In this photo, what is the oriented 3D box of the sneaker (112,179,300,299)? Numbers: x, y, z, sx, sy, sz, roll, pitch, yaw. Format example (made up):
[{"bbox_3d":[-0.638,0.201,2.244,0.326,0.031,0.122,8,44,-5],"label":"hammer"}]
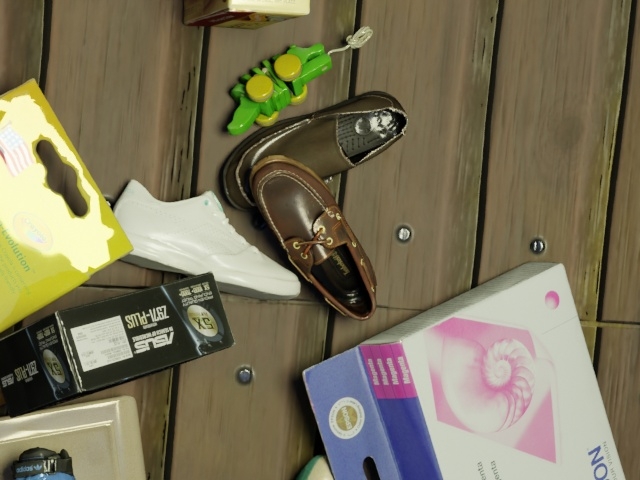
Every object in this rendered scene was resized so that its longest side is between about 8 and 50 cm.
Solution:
[{"bbox_3d":[-0.112,-0.002,1.418,0.212,0.080,0.094,19,75,-18],"label":"sneaker"}]

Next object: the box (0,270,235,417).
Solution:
[{"bbox_3d":[-0.199,0.100,1.316,0.180,0.147,0.077,-14,85,-41],"label":"box"}]

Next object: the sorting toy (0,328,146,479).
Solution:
[{"bbox_3d":[-0.273,0.256,1.392,0.196,0.047,0.348,-8,97,-23],"label":"sorting toy"}]

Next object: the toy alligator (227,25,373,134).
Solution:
[{"bbox_3d":[-0.032,-0.180,1.444,0.189,0.056,0.051,-38,64,-13],"label":"toy alligator"}]

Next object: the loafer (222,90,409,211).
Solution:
[{"bbox_3d":[-0.002,-0.100,1.442,0.220,0.078,0.080,-30,102,-15],"label":"loafer"}]

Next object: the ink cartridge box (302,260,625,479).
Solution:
[{"bbox_3d":[0.174,0.228,1.497,0.330,0.071,0.324,-24,102,-30],"label":"ink cartridge box"}]

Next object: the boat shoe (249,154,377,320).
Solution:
[{"bbox_3d":[0.000,0.000,1.417,0.073,0.073,0.207,-33,124,11],"label":"boat shoe"}]

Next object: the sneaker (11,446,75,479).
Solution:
[{"bbox_3d":[-0.279,0.241,1.299,0.058,0.152,0.084,-10,91,25],"label":"sneaker"}]

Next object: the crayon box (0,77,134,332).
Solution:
[{"bbox_3d":[-0.367,0.007,1.323,0.318,0.081,0.202,-31,103,-14],"label":"crayon box"}]

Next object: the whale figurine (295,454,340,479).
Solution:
[{"bbox_3d":[-0.077,0.337,1.431,0.272,0.141,0.216,-46,130,-33],"label":"whale figurine"}]

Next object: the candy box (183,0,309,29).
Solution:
[{"bbox_3d":[-0.072,-0.373,1.346,0.087,0.183,0.316,0,94,-20],"label":"candy box"}]
